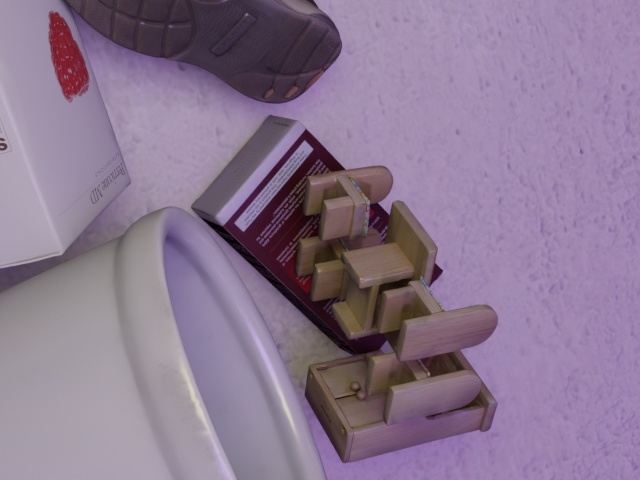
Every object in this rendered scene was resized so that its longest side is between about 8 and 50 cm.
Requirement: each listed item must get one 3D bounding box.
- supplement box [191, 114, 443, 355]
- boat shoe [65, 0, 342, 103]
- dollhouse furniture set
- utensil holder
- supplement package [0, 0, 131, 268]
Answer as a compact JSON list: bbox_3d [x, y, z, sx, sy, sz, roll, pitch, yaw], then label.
[{"bbox_3d":[0.000,0.000,1.273,0.130,0.073,0.239,-50,116,-10],"label":"supplement box"},{"bbox_3d":[-0.127,-0.237,1.106,0.132,0.130,0.355,-40,144,16],"label":"boat shoe"},{"bbox_3d":[0.089,0.077,1.180,0.160,0.212,0.242,-10,132,-22],"label":"dollhouse furniture set"},{"bbox_3d":[-0.221,0.196,0.976,0.385,0.328,0.328,-23,111,6],"label":"utensil holder"},{"bbox_3d":[-0.297,-0.134,0.997,0.175,0.177,0.293,-12,109,14],"label":"supplement package"}]
